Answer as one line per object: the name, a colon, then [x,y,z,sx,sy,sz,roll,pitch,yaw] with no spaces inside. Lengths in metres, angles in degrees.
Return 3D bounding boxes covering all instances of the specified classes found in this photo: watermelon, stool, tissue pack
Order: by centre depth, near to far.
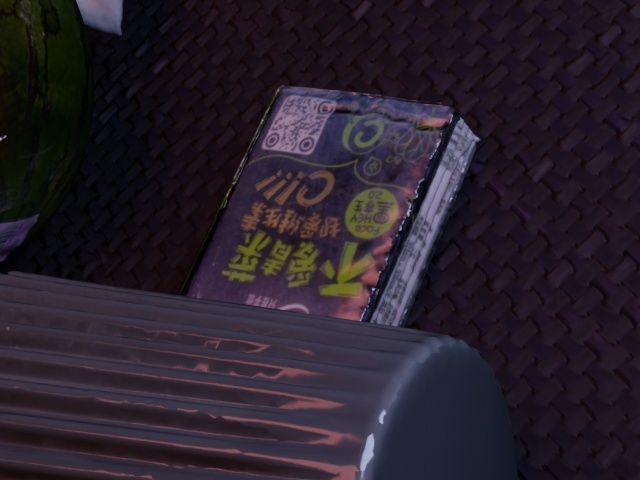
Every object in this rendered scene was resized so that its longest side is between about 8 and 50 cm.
stool: [-0.074,0.169,0.938,0.330,0.297,0.297,1,63,28]
tissue pack: [0.000,0.000,1.131,0.173,0.073,0.235,10,69,35]
watermelon: [-0.353,-0.134,1.253,0.363,0.363,0.363,-15,56,23]

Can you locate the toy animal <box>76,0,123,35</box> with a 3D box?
toy animal: [-0.171,-0.372,1.378,0.367,0.241,0.196,-62,26,-3]
